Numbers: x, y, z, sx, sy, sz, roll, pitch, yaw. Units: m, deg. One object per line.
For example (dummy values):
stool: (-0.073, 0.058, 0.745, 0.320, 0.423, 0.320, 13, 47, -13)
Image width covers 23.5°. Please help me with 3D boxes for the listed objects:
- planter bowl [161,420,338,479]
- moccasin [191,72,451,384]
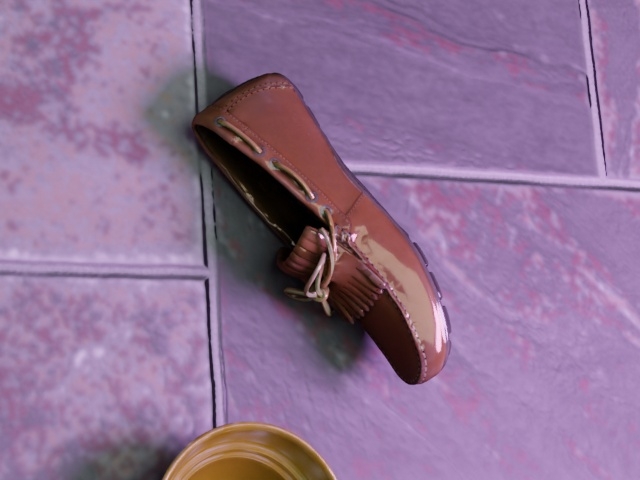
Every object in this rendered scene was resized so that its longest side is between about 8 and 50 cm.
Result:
planter bowl: (-0.086, 0.298, 1.565, 0.217, 0.090, 0.217, 7, 74, -26)
moccasin: (0.001, -0.001, 1.658, 0.147, 0.139, 0.380, -35, 94, -28)
